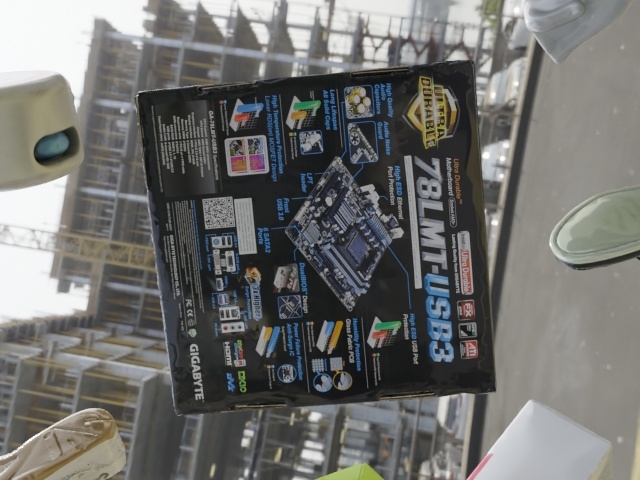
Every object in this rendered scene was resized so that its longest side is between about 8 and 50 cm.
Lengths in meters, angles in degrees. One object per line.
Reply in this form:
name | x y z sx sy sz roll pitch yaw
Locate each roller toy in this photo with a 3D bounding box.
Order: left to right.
roller toy | -0.429 -0.144 0.927 0.191 0.209 0.146 -144 45 -58

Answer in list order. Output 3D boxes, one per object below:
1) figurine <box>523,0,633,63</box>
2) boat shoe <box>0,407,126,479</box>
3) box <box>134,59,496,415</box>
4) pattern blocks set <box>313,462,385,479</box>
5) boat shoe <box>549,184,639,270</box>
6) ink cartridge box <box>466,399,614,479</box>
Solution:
figurine | 0.367 -0.330 0.830 0.209 0.092 0.215 -28 18 39
boat shoe | -0.359 0.306 0.798 0.098 0.277 0.096 41 150 54
box | 0.000 0.000 0.621 0.073 0.293 0.296 -80 -16 -84
pattern blocks set | 0.045 0.253 0.333 0.285 0.324 0.026 63 -179 34
boat shoe | 0.490 -0.026 1.009 0.127 0.340 0.113 44 159 47
ink cartridge box | 0.301 0.406 0.955 0.226 0.131 0.306 -44 -44 -21
